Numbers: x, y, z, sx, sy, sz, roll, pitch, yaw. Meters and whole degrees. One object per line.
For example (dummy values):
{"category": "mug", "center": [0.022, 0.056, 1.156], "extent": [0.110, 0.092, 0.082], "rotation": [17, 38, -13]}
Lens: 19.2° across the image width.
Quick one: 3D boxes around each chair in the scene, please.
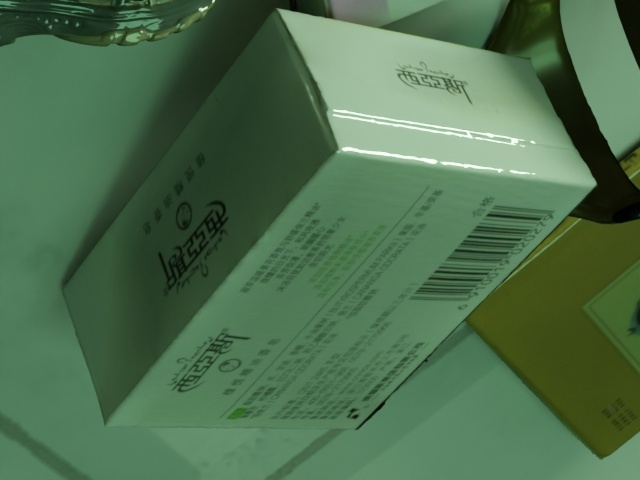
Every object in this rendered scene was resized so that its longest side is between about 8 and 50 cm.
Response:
{"category": "chair", "center": [0.216, -0.108, 1.128], "extent": [0.247, 0.158, 0.172], "rotation": [-21, 176, -11]}

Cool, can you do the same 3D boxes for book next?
{"category": "book", "center": [0.300, -0.013, 1.387], "extent": [0.389, 0.032, 0.269], "rotation": [-39, 138, 4]}

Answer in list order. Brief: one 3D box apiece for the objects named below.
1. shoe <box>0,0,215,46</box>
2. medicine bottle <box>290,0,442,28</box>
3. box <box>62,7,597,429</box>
{"category": "shoe", "center": [-0.135, -0.151, 0.924], "extent": [0.180, 0.089, 0.092], "rotation": [-6, 130, -19]}
{"category": "medicine bottle", "center": [0.069, -0.212, 1.026], "extent": [0.201, 0.052, 0.171], "rotation": [-24, 139, -15]}
{"category": "box", "center": [0.000, 0.000, 1.098], "extent": [0.194, 0.111, 0.260], "rotation": [6, 141, -39]}
